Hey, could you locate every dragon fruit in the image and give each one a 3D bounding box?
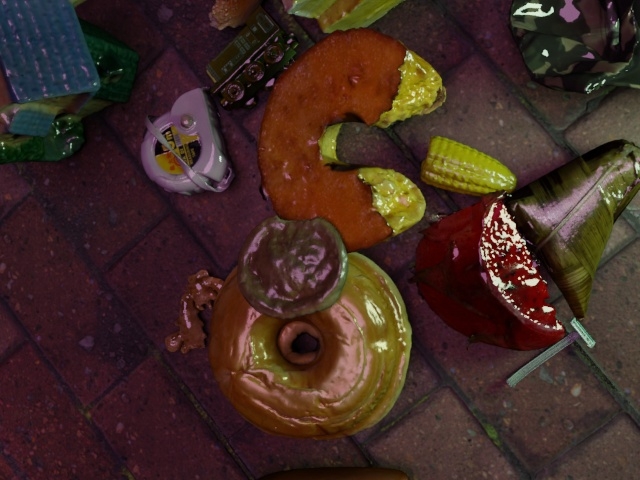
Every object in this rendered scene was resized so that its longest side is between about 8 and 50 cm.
[{"bbox_3d":[0.307,0.098,1.479,0.282,0.100,0.343,-22,100,40],"label":"dragon fruit"}]

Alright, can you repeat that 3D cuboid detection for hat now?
[{"bbox_3d":[0.584,-0.396,1.428,0.382,0.257,0.366,20,79,-22],"label":"hat"}]

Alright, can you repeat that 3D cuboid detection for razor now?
[{"bbox_3d":[0.462,0.238,1.510,0.191,0.037,0.068,-40,86,14],"label":"razor"}]

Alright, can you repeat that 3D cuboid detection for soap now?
[{"bbox_3d":[0.103,-0.555,1.410,0.339,0.304,0.169,-30,86,29],"label":"soap"}]

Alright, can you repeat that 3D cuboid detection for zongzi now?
[{"bbox_3d":[0.539,-0.021,1.428,0.286,0.134,0.288,-30,82,19],"label":"zongzi"}]

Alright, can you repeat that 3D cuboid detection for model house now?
[{"bbox_3d":[-0.581,-0.367,1.586,0.343,0.382,0.334,-22,87,16],"label":"model house"}]

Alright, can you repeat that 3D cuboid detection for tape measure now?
[{"bbox_3d":[-0.304,-0.203,1.651,0.197,0.120,0.236,-18,82,8],"label":"tape measure"}]

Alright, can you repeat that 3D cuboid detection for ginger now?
[{"bbox_3d":[-0.279,0.161,1.693,0.193,0.052,0.176,-15,88,7],"label":"ginger"}]

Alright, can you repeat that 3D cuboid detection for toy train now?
[{"bbox_3d":[-0.156,-0.394,1.629,0.225,0.090,0.137,-41,75,12],"label":"toy train"}]

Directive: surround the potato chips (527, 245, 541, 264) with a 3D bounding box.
[{"bbox_3d":[0.361,0.023,1.538,0.209,0.026,0.142,-28,88,15],"label":"potato chips"}]

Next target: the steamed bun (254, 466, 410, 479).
[{"bbox_3d":[0.010,0.605,1.527,0.380,0.248,0.234,-6,90,13],"label":"steamed bun"}]

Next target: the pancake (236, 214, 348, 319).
[{"bbox_3d":[-0.060,0.049,1.449,0.236,0.042,0.222,23,86,22],"label":"pancake"}]

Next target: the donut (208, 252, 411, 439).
[{"bbox_3d":[-0.029,0.212,1.555,0.449,0.198,0.448,0,89,14],"label":"donut"}]

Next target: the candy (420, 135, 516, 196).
[{"bbox_3d":[0.305,-0.142,1.510,0.199,0.094,0.106,19,59,9],"label":"candy"}]

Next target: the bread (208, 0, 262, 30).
[{"bbox_3d":[-0.201,-0.632,1.590,0.192,0.171,0.313,-21,87,18],"label":"bread"}]

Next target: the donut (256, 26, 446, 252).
[{"bbox_3d":[0.058,-0.205,1.497,0.378,0.164,0.434,19,107,34],"label":"donut"}]
